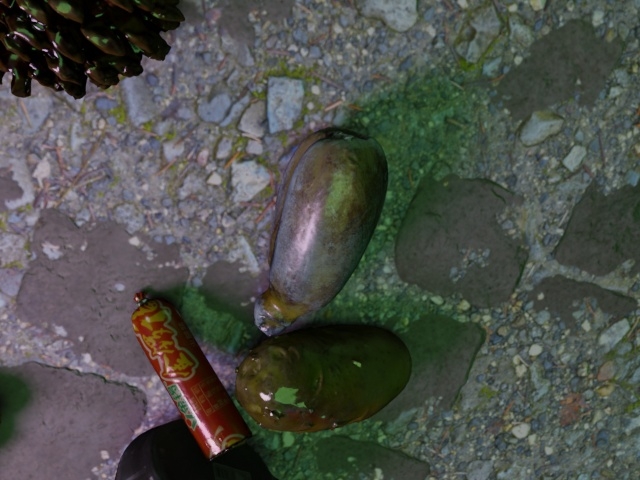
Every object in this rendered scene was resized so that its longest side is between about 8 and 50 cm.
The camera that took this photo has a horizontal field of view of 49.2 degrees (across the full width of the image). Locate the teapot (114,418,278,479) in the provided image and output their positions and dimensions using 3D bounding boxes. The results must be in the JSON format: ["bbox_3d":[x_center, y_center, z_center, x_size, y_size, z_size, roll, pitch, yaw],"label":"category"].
[{"bbox_3d":[-0.211,0.462,1.037,0.300,0.253,0.344,16,112,-44],"label":"teapot"}]

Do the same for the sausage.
[{"bbox_3d":[-0.193,0.184,0.988,0.083,0.083,0.264,-34,79,0],"label":"sausage"}]

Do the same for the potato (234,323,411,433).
[{"bbox_3d":[0.012,0.201,1.033,0.298,0.176,0.141,1,114,-36],"label":"potato"}]

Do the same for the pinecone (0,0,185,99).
[{"bbox_3d":[-0.292,-0.285,0.791,0.257,0.243,0.244,-11,109,13],"label":"pinecone"}]

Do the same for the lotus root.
[{"bbox_3d":[0.000,0.000,0.970,0.139,0.158,0.322,12,112,-14],"label":"lotus root"}]
